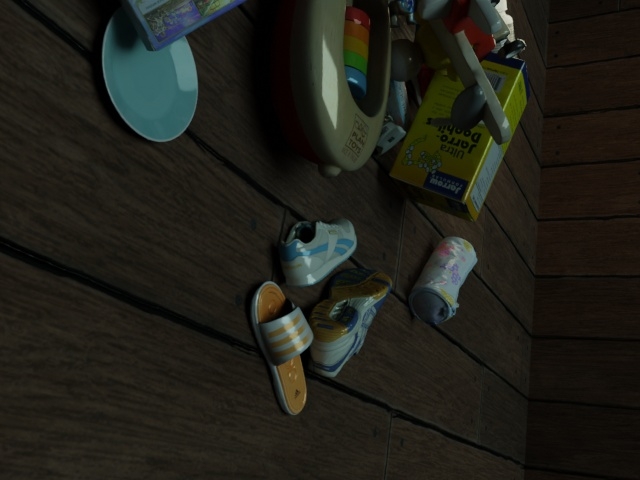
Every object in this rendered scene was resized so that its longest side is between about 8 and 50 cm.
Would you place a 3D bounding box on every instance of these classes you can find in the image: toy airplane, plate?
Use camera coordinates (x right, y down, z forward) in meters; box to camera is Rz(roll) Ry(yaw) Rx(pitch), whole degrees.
[{"bbox_3d":[0.239,-0.407,1.391,0.384,0.272,0.386,49,22,-35],"label":"toy airplane"},{"bbox_3d":[-0.235,-0.228,0.961,0.188,0.024,0.188,4,86,-60],"label":"plate"}]

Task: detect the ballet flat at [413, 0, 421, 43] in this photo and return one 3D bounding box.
[{"bbox_3d":[0.291,-0.555,1.772,0.106,0.107,0.316,48,44,-38],"label":"ballet flat"}]

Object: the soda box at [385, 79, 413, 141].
[{"bbox_3d":[0.171,-0.326,1.663,0.063,0.058,0.183,-47,128,-51],"label":"soda box"}]

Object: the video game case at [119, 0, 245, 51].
[{"bbox_3d":[-0.163,-0.412,0.887,0.269,0.061,0.244,-34,115,-13],"label":"video game case"}]

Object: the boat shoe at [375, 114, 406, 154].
[{"bbox_3d":[0.139,-0.247,1.570,0.070,0.078,0.219,52,7,7],"label":"boat shoe"}]

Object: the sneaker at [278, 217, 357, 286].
[{"bbox_3d":[0.000,0.000,1.310,0.228,0.087,0.092,-44,124,-56],"label":"sneaker"}]

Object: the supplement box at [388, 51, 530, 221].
[{"bbox_3d":[0.338,-0.256,1.686,0.356,0.195,0.194,-66,157,-4],"label":"supplement box"}]

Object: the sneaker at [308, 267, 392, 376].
[{"bbox_3d":[0.052,0.157,1.403,0.296,0.112,0.131,-38,138,-54],"label":"sneaker"}]

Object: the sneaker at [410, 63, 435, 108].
[{"bbox_3d":[0.313,-0.409,1.853,0.221,0.128,0.087,52,45,-46],"label":"sneaker"}]

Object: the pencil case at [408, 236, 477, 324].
[{"bbox_3d":[0.325,0.100,1.853,0.273,0.124,0.113,-54,133,-49],"label":"pencil case"}]

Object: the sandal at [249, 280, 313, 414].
[{"bbox_3d":[-0.045,0.187,1.225,0.102,0.076,0.265,-48,129,-52],"label":"sandal"}]

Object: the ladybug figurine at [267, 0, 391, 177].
[{"bbox_3d":[0.013,-0.328,1.271,0.305,0.162,0.449,34,59,-57],"label":"ladybug figurine"}]

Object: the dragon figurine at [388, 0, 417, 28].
[{"bbox_3d":[0.176,-0.591,1.657,0.289,0.085,0.144,-3,89,-66],"label":"dragon figurine"}]

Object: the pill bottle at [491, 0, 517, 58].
[{"bbox_3d":[0.535,-0.621,2.232,0.161,0.161,0.283,-40,123,-55],"label":"pill bottle"}]
